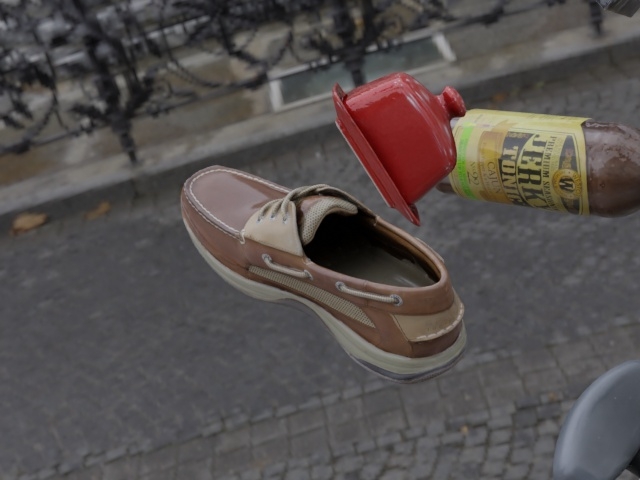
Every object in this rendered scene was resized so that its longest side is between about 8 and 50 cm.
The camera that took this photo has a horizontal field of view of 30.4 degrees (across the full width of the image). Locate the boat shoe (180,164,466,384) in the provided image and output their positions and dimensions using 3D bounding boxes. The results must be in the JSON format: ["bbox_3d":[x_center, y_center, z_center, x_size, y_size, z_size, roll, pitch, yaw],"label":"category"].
[{"bbox_3d":[0.000,0.000,1.063,0.324,0.116,0.123,29,50,29],"label":"boat shoe"}]

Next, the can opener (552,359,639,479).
[{"bbox_3d":[0.139,0.183,0.643,0.093,0.074,0.280,32,49,11],"label":"can opener"}]

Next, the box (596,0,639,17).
[{"bbox_3d":[0.322,-0.447,1.341,0.076,0.242,0.307,-1,48,-50],"label":"box"}]

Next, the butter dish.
[{"bbox_3d":[0.092,-0.113,1.189,0.118,0.160,0.160,-33,7,8],"label":"butter dish"}]

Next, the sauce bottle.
[{"bbox_3d":[0.282,-0.084,1.300,0.344,0.111,0.111,9,35,40],"label":"sauce bottle"}]
